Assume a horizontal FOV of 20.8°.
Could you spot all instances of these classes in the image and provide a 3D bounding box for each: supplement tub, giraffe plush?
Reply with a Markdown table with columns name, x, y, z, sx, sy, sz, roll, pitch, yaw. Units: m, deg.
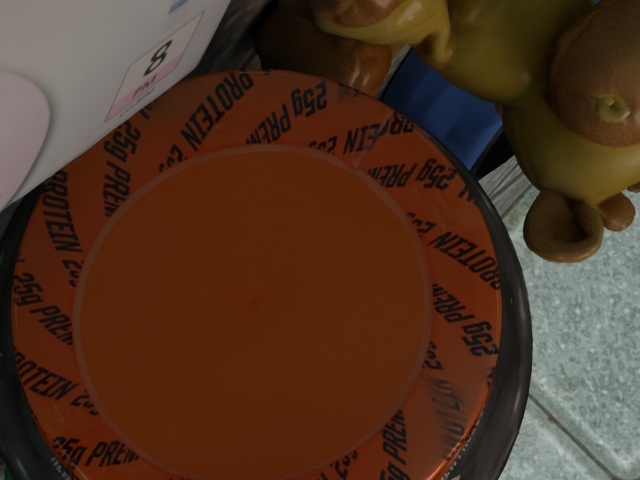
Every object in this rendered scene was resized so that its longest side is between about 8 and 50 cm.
| name | x | y | z | sx | sy | sz | roll | pitch | yaw |
| --- | --- | --- | --- | --- | --- | --- | --- | --- | --- |
| supplement tub | -0.026 | 0.054 | 0.730 | 0.207 | 0.207 | 0.338 | -44 | 172 | -10 |
| giraffe plush | 0.090 | -0.085 | 0.750 | 0.181 | 0.170 | 0.210 | -45 | 173 | -1 |

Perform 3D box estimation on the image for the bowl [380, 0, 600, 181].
| name | x | y | z | sx | sy | sz | roll | pitch | yaw |
| --- | --- | --- | --- | --- | --- | --- | --- | --- | --- |
| bowl | 0.198 | -0.188 | 1.185 | 0.391 | 0.077 | 0.391 | -44 | 173 | -6 |

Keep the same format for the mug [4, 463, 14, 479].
| name | x | y | z | sx | sy | sz | roll | pitch | yaw |
| --- | --- | --- | --- | --- | --- | --- | --- | --- | --- |
| mug | -0.117 | 0.121 | 1.042 | 0.129 | 0.097 | 0.158 | -50 | 172 | 31 |

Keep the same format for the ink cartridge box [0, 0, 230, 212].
| name | x | y | z | sx | sy | sz | roll | pitch | yaw |
| --- | --- | --- | --- | --- | --- | --- | --- | --- | --- |
| ink cartridge box | -0.075 | -0.068 | 0.373 | 0.189 | 0.066 | 0.232 | -41 | 176 | -33 |
